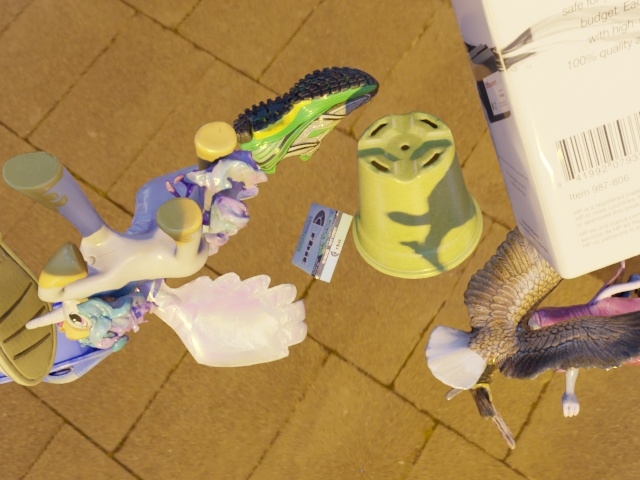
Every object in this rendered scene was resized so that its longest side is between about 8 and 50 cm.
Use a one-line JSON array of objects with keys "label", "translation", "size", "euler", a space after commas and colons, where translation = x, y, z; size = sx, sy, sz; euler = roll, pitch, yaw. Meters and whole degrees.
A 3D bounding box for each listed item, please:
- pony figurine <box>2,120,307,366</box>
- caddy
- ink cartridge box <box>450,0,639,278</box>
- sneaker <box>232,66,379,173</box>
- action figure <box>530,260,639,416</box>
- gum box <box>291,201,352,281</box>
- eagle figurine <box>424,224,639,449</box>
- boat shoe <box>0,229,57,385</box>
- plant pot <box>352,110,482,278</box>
[{"label": "pony figurine", "translation": [-0.184, 0.010, 0.824], "size": [0.351, 0.363, 0.303], "euler": [-15, 69, -23]}, {"label": "caddy", "translation": [-0.597, 0.235, 1.543], "size": [0.341, 0.241, 0.179], "euler": [-15, 92, 28]}, {"label": "ink cartridge box", "translation": [0.300, -0.205, 0.674], "size": [0.285, 0.166, 0.395], "euler": [-20, 108, 5]}, {"label": "sneaker", "translation": [-0.023, -0.273, 1.520], "size": [0.343, 0.146, 0.134], "euler": [-28, 40, -6]}, {"label": "action figure", "translation": [0.553, 0.183, 1.441], "size": [0.370, 0.248, 0.276], "euler": [-6, 115, -6]}, {"label": "gum box", "translation": [0.000, 0.000, 1.580], "size": [0.041, 0.184, 0.157], "euler": [19, 92, -20]}, {"label": "eagle figurine", "translation": [0.315, 0.127, 1.030], "size": [0.226, 0.225, 0.298], "euler": [39, 117, -10]}, {"label": "boat shoe", "translation": [-0.458, 0.063, 0.917], "size": [0.103, 0.302, 0.113], "euler": [-4, 28, 25]}, {"label": "plant pot", "translation": [0.179, -0.108, 1.366], "size": [0.276, 0.254, 0.276], "euler": [-8, 51, 10]}]
